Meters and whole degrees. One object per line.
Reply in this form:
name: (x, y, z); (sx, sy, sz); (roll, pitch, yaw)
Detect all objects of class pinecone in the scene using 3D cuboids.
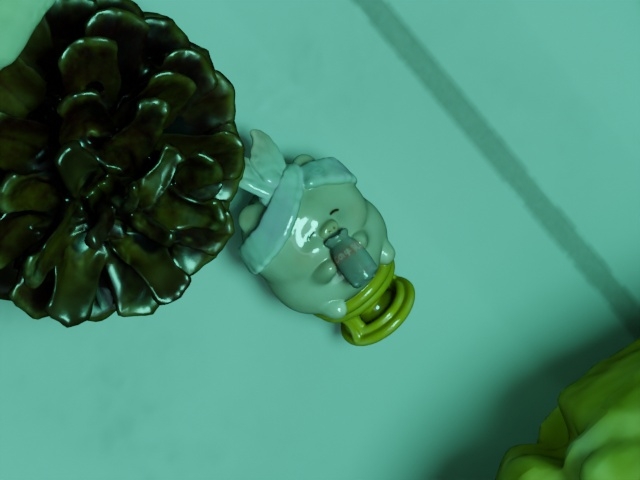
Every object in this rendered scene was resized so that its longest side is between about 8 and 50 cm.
pinecone: (-0.108, -0.033, 0.910); (0.163, 0.165, 0.163); (-8, 112, -20)

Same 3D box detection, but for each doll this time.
doll: (0.000, 0.000, 1.002); (0.073, 0.084, 0.127); (-45, 120, -6)

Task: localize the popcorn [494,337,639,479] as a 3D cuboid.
popcorn: (0.264, 0.168, 0.995); (0.390, 0.344, 0.354); (19, 103, -23)

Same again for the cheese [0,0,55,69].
cheese: (-0.257, -0.146, 0.803); (0.292, 0.153, 0.332); (28, 81, -33)
